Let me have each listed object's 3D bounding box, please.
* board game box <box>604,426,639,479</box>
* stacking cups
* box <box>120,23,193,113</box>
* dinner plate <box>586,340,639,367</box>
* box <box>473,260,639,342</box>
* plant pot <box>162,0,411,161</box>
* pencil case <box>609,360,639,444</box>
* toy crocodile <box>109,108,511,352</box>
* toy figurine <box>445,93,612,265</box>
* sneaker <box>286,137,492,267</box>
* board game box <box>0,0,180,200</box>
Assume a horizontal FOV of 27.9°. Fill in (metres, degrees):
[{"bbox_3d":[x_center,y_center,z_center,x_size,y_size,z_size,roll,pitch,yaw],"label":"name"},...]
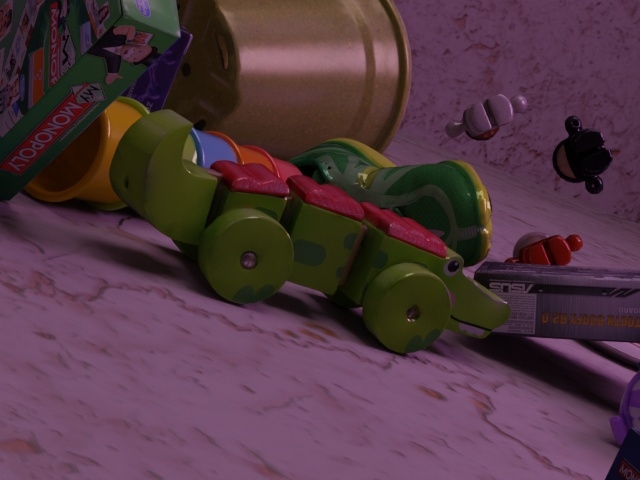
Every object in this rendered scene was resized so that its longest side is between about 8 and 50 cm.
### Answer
[{"bbox_3d":[0.282,0.191,0.709,0.194,0.060,0.194,19,10,-21],"label":"board game box"},{"bbox_3d":[-0.120,-0.055,1.076,0.096,0.096,0.316,28,6,28],"label":"stacking cups"},{"bbox_3d":[-0.237,-0.153,1.103,0.207,0.153,0.108,18,11,-20],"label":"box"},{"bbox_3d":[0.321,0.112,1.361,0.141,0.017,0.141,22,9,-4],"label":"dinner plate"},{"bbox_3d":[0.252,0.054,1.135,0.231,0.056,0.183,3,1,9],"label":"box"},{"bbox_3d":[-0.078,-0.201,1.520,0.276,0.276,0.254,30,22,35],"label":"plant pot"},{"bbox_3d":[0.295,0.131,1.020,0.206,0.088,0.086,5,59,-62],"label":"pencil case"},{"bbox_3d":[0.000,0.000,0.957,0.341,0.105,0.115,19,10,-26],"label":"toy crocodile"},{"bbox_3d":[0.238,-0.068,1.592,0.210,0.213,0.148,21,0,2],"label":"toy figurine"},{"bbox_3d":[0.056,-0.029,1.271,0.124,0.109,0.296,-18,21,-32],"label":"sneaker"},{"bbox_3d":[-0.192,-0.214,0.904,0.046,0.213,0.317,17,52,-39],"label":"board game box"}]
